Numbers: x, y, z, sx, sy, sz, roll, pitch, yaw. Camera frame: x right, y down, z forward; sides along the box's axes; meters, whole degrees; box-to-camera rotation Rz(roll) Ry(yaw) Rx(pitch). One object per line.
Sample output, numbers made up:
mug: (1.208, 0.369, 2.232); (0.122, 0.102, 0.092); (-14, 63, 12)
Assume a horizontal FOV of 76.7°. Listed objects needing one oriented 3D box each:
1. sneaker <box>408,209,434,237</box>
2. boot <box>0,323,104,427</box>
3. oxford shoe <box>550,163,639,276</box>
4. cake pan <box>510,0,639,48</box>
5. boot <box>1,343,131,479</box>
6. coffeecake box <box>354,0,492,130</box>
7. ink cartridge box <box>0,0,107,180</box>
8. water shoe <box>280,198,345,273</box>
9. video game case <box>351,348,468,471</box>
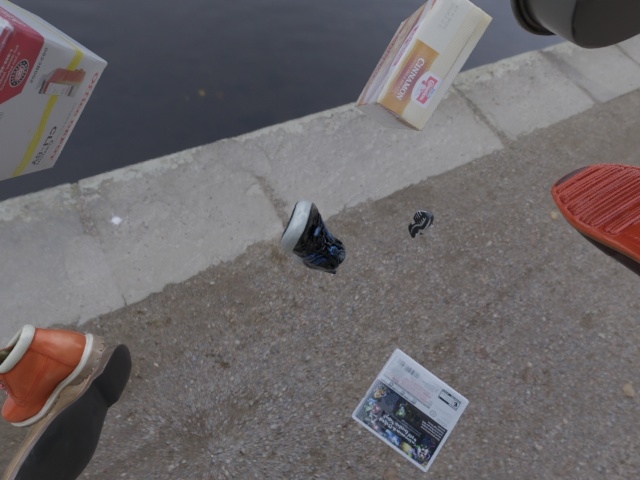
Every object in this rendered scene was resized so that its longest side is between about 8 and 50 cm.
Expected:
sneaker: (0.218, -0.039, 0.848); (0.044, 0.109, 0.040); (-17, 76, -8)
boot: (-0.315, 0.144, 0.435); (0.085, 0.158, 0.059); (31, 24, -41)
oxford shoe: (0.344, 0.003, 0.426); (0.098, 0.097, 0.271); (49, 17, -28)
cake pan: (0.283, -0.261, 0.283); (0.293, 0.293, 0.054); (-19, 69, -23)
boot: (-0.427, 0.292, 0.658); (0.115, 0.112, 0.305); (-4, 24, 1)
coffeecake box: (0.121, -0.227, 0.539); (0.068, 0.185, 0.142); (29, 103, -12)
ink cartridge box: (-0.554, -0.254, 0.684); (0.160, 0.384, 0.279); (32, 99, -18)
water shoe: (0.000, 0.000, 0.568); (0.080, 0.203, 0.072); (21, 80, 8)
video game case: (0.191, 0.356, 0.858); (0.190, 0.022, 0.173); (37, 79, 1)
